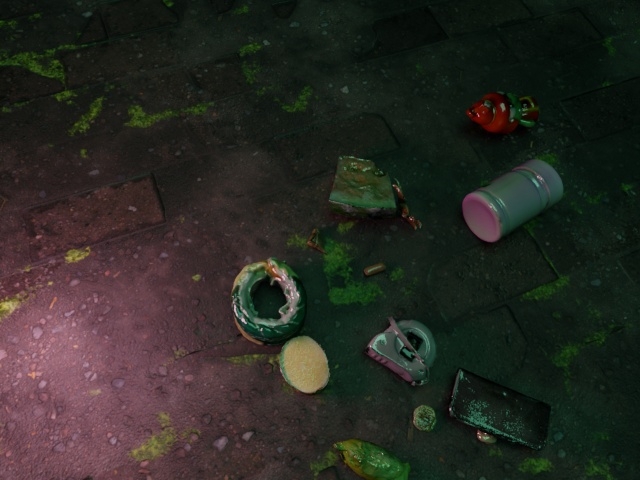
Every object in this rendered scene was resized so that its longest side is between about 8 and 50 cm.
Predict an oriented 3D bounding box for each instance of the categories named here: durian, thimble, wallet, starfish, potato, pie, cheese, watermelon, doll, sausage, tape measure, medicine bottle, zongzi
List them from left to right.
[{"bbox_3d":[-0.172,0.206,1.702,0.255,0.167,0.287,1,65,-5],"label":"thimble"},{"bbox_3d":[-0.047,0.417,1.661,0.164,0.081,0.200,-27,66,-8],"label":"potato"},{"bbox_3d":[0.000,0.000,1.888,0.083,0.040,0.076,27,58,-5],"label":"zongzi"},{"bbox_3d":[0.170,-0.174,1.937,0.265,0.151,0.301,7,47,2],"label":"watermelon"},{"bbox_3d":[0.153,0.668,1.523,0.250,0.139,0.101,24,60,6],"label":"durian"},{"bbox_3d":[0.201,0.107,1.851,0.083,0.034,0.034,-19,67,-12],"label":"sausage"},{"bbox_3d":[0.317,-0.133,1.898,0.057,0.213,0.237,-27,54,7],"label":"starfish"},{"bbox_3d":[0.291,0.363,1.693,0.236,0.120,0.197,33,64,6],"label":"tape measure"},{"bbox_3d":[0.343,0.584,1.643,0.085,0.020,0.084,2,65,-4],"label":"pie"},{"bbox_3d":[0.561,0.571,1.654,0.065,0.043,0.193,20,65,2],"label":"cheese"},{"bbox_3d":[0.577,0.549,1.618,0.318,0.045,0.172,20,60,6],"label":"wallet"},{"bbox_3d":[0.761,-0.543,2.126,0.364,0.160,0.182,-6,66,-28],"label":"doll"},{"bbox_3d":[0.733,-0.154,1.920,0.326,0.212,0.212,-30,70,-16],"label":"medicine bottle"}]
